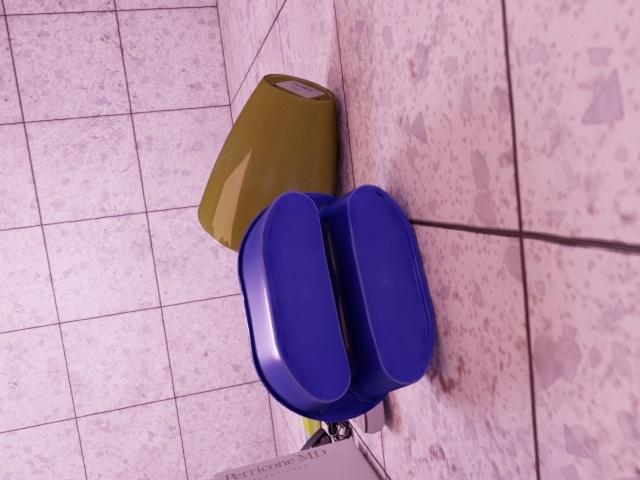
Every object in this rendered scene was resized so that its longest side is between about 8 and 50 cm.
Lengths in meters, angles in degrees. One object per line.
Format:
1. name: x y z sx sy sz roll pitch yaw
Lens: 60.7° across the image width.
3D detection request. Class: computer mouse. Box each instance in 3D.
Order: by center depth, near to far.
1. computer mouse: -0.023 0.537 1.338 0.272 0.072 0.188 -70 20 1

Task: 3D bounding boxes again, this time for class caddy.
1. caddy: 0.015 0.081 0.780 0.179 0.241 0.342 138 124 -67

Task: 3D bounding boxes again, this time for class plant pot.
1. plant pot: -0.077 -0.155 1.053 0.275 0.274 0.294 -117 37 -53

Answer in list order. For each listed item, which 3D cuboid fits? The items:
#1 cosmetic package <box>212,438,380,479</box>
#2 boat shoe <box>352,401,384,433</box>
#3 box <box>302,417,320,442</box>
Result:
1. cosmetic package: -0.012 0.646 1.032 0.393 0.329 0.328 -157 58 -74
2. boat shoe: 0.004 0.235 1.089 0.367 0.156 0.136 -114 20 -51
3. box: -0.024 0.586 1.674 0.109 0.042 0.178 155 106 -77
